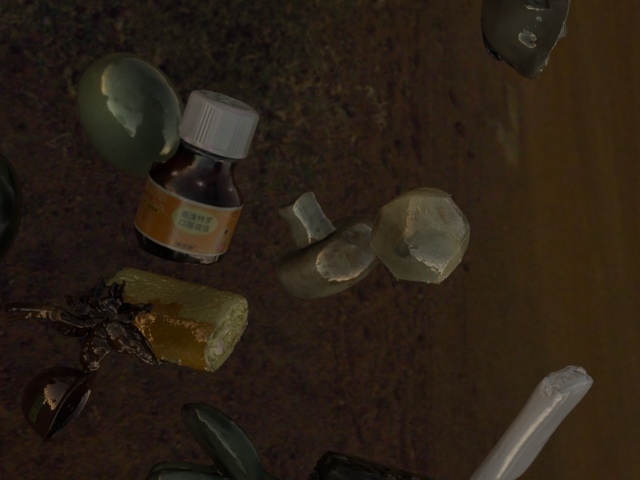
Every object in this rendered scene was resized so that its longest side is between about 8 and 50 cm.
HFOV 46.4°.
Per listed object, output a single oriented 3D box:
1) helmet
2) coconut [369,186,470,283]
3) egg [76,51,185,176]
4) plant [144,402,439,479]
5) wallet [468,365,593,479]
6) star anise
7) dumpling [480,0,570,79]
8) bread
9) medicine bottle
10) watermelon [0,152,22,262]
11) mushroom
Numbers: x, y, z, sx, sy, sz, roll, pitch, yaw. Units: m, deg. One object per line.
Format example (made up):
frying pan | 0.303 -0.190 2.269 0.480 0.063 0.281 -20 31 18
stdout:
helmet | -0.540 0.311 1.513 0.106 0.175 0.155 36 19 2
coconut | 0.166 -0.006 1.240 0.161 0.161 0.162 66 28 -10
egg | -0.473 -0.313 1.899 0.352 0.259 0.258 64 29 -49
plant | -0.024 0.251 0.669 0.275 0.149 0.146 19 72 -4
wallet | 0.242 0.217 0.855 0.095 0.190 0.033 -4 39 -46
star anise | -0.499 0.186 1.594 0.346 0.148 0.237 27 99 -34
dumpling | 0.390 -0.459 1.442 0.204 0.164 0.292 37 52 -72
bread | -0.394 0.209 1.921 0.236 0.376 0.165 -58 153 -49
medicine bottle | -0.291 -0.151 1.767 0.242 0.243 0.394 -12 123 -56
watermelon | -0.802 -0.047 1.617 0.279 0.279 0.359 20 89 -50
mushroom | 0.000 0.000 1.590 0.243 0.244 0.243 28 54 -47
